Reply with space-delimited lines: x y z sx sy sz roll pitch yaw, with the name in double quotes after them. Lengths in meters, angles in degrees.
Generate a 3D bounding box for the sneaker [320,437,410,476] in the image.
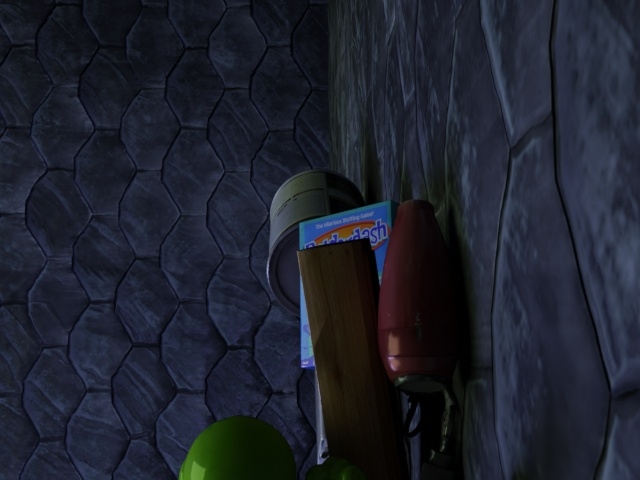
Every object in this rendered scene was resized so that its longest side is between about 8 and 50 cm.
0.044 0.388 1.100 0.094 0.153 0.235 -96 6 -83 "sneaker"

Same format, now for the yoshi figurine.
-0.029 0.303 0.738 0.362 0.203 0.203 42 109 36 "yoshi figurine"

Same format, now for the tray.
0.053 0.205 0.904 0.203 0.076 0.411 -12 -88 -84 "tray"

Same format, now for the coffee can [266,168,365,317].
0.000 0.000 1.522 0.275 0.201 0.202 -96 6 -66 "coffee can"

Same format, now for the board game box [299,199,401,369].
0.046 0.064 1.084 0.047 0.160 0.210 19 -116 -49 "board game box"

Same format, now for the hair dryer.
0.092 0.104 0.822 0.223 0.080 0.294 -97 8 -75 "hair dryer"

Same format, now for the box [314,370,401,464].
0.051 0.195 1.271 0.148 0.121 0.311 93 176 -56 "box"
